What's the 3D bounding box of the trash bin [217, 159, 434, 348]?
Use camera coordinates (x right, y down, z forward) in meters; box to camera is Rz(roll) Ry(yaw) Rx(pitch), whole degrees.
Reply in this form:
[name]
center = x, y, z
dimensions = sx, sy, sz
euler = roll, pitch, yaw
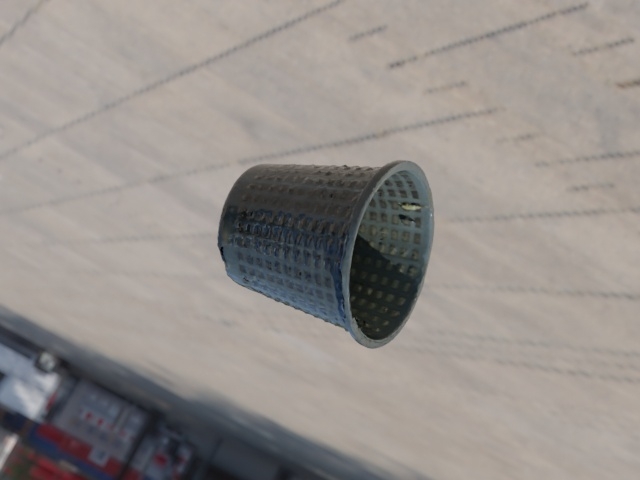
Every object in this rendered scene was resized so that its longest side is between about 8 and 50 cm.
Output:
[trash bin]
center = 0.000, 0.000, 1.312
dimensions = 0.161, 0.175, 0.175
euler = 12, 161, 29
